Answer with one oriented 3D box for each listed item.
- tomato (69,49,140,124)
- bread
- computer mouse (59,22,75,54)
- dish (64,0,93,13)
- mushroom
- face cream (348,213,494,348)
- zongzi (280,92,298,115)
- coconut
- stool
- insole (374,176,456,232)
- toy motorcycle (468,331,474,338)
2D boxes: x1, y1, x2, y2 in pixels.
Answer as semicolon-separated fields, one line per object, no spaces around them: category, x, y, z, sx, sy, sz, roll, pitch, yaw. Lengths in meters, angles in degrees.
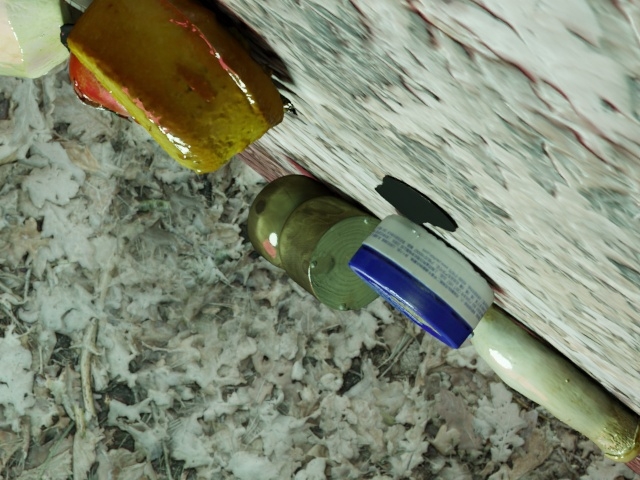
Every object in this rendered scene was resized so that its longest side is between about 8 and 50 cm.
tomato;-0.256;-0.238;1.775;0.187;0.151;0.187;16;180;0
bread;-0.160;-0.187;1.394;0.268;0.145;0.268;43;174;5
computer mouse;-0.344;-0.321;2.133;0.147;0.088;0.264;9;172;0
dish;-0.363;-0.376;1.721;0.191;0.066;0.191;33;180;0
mushroom;0.385;0.235;2.110;0.351;0.095;0.123;40;-164;-3
face cream;0.150;0.056;1.867;0.206;0.111;0.206;37;177;2
zongzi;-0.092;-0.170;1.639;0.256;0.115;0.228;9;178;29
coconut;-0.531;-0.396;2.157;0.259;0.259;0.259;38;178;2
stool;0.000;0.000;2.309;0.179;0.179;0.264;39;178;-33
insole;0.116;-0.046;1.647;0.109;0.007;0.322;40;178;-4
toy motorcycle;0.167;0.062;2.060;0.135;0.092;0.254;49;-177;-34
